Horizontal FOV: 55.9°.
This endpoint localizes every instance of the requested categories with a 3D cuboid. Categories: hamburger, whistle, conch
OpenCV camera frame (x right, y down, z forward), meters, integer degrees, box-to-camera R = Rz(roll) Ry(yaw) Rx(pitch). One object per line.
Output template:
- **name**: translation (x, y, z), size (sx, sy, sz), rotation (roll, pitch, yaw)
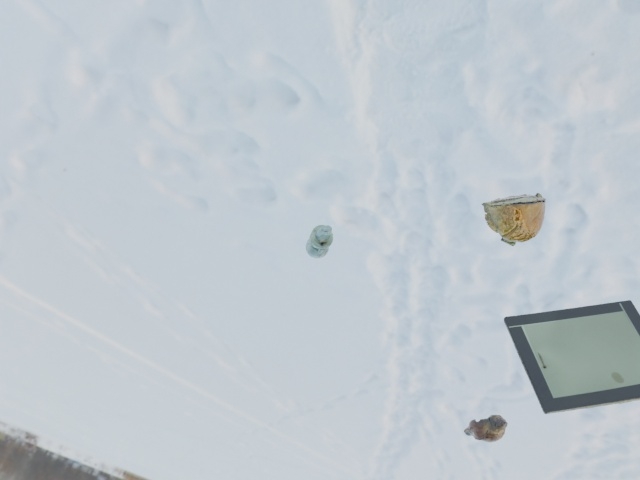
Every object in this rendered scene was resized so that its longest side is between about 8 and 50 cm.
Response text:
- **hamburger**: translation (0.398, -0.038, 1.202), size (0.087, 0.102, 0.176), rotation (-5, -174, 44)
- **whistle**: translation (0.000, 0.000, 0.849), size (0.035, 0.035, 0.100), rotation (22, 158, -2)
- **conch**: translation (0.529, 0.612, 1.940), size (0.086, 0.080, 0.232), rotation (30, 138, -19)

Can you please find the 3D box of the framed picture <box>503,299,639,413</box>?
- **framed picture**: translation (0.646, 0.270, 1.444), size (0.347, 0.265, 0.016), rotation (-7, 139, -7)
